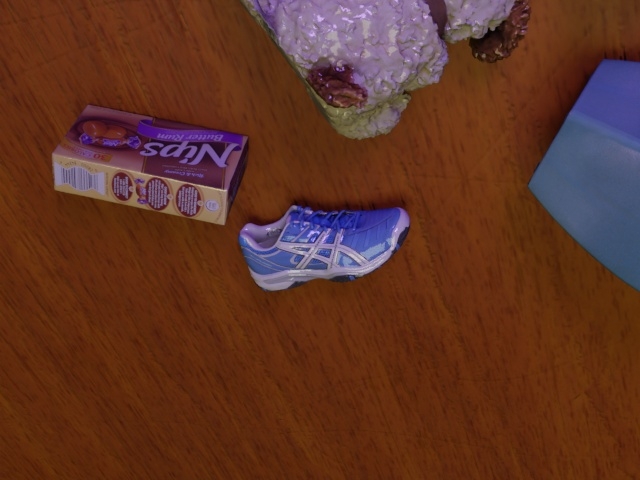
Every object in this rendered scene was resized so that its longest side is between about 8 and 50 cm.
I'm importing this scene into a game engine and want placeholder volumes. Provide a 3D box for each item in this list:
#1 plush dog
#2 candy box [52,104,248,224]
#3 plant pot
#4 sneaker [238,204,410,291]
[{"bbox_3d":[0.067,-0.215,0.705,0.225,0.210,0.262,-38,119,3],"label":"plush dog"},{"bbox_3d":[-0.180,-0.084,0.883,0.187,0.109,0.053,11,129,2],"label":"candy box"},{"bbox_3d":[0.332,-0.055,0.764,0.234,0.165,0.165,31,142,12],"label":"plant pot"},{"bbox_3d":[0.000,0.000,0.937,0.211,0.080,0.081,-17,127,20],"label":"sneaker"}]
